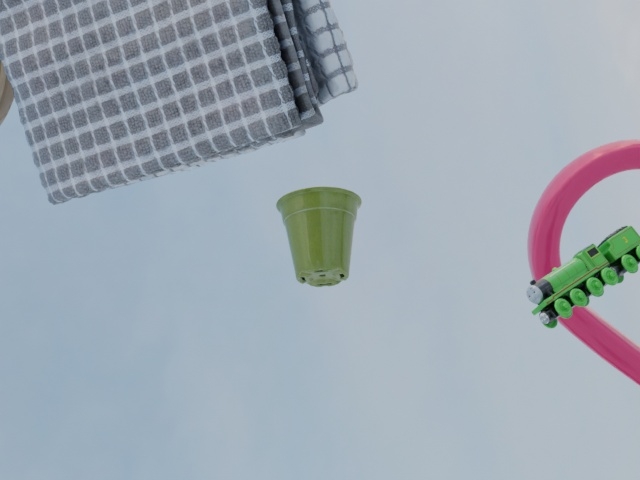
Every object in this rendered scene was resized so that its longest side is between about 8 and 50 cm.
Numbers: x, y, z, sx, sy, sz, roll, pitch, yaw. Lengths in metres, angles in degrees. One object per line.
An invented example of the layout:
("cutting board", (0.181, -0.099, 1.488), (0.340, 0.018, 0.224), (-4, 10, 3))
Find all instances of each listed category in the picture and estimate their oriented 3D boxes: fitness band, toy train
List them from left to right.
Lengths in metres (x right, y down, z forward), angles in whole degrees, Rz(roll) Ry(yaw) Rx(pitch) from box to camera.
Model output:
("toy train", (0.126, 0.016, 0.776), (0.083, 0.017, 0.023), (-28, -103, -39))
("fitness band", (0.333, 0.031, 1.575), (0.291, 0.209, 0.054), (37, -166, -12))

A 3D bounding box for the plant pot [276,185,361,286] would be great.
("plant pot", (0.000, 0.000, 1.586), (0.083, 0.083, 0.079), (36, -133, -56))

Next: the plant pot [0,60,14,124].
("plant pot", (-0.435, -0.216, 1.954), (0.110, 0.237, 0.237), (-13, -80, -63))

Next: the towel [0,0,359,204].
("towel", (-0.131, -0.167, 1.278), (0.121, 0.284, 0.235), (-20, -86, -54))
